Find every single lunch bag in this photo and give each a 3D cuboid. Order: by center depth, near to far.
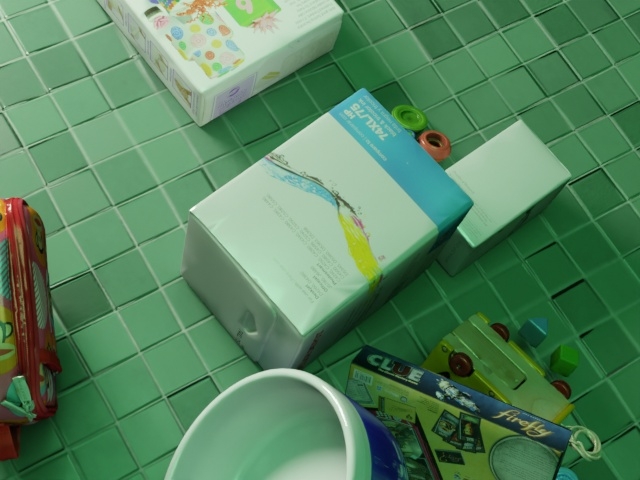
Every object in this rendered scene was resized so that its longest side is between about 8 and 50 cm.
[{"bbox_3d":[-0.337,0.099,1.125,0.120,0.293,0.258,-6,83,-12],"label":"lunch bag"}]

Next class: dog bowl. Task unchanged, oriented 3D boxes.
[{"bbox_3d":[-0.041,0.274,1.124,0.104,0.265,0.264,37,56,-40],"label":"dog bowl"}]

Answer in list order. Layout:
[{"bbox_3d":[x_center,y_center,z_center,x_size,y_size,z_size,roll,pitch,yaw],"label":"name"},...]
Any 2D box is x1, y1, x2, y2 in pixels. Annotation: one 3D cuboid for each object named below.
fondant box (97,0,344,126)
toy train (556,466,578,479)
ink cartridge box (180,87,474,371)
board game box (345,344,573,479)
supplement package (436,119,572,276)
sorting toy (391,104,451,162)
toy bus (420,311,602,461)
[{"bbox_3d":[-0.164,-0.349,1.471,0.238,0.096,0.330,-34,75,-22],"label":"fondant box"},{"bbox_3d":[0.265,0.319,1.262,0.184,0.080,0.105,20,70,-1],"label":"toy train"},{"bbox_3d":[0.000,0.000,1.287,0.270,0.198,0.197,-37,78,-23],"label":"ink cartridge box"},{"bbox_3d":[0.137,0.233,1.195,0.243,0.165,0.042,22,34,18],"label":"board game box"},{"bbox_3d":[0.216,-0.055,1.403,0.179,0.105,0.105,-34,76,-21],"label":"supplement package"},{"bbox_3d":[0.129,-0.136,1.464,0.061,0.042,0.102,-24,60,-35],"label":"sorting toy"},{"bbox_3d":[0.213,0.188,1.291,0.191,0.104,0.202,14,44,-17],"label":"toy bus"}]
